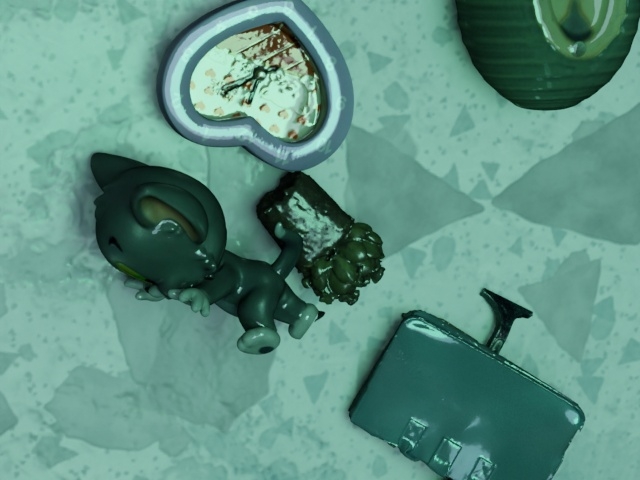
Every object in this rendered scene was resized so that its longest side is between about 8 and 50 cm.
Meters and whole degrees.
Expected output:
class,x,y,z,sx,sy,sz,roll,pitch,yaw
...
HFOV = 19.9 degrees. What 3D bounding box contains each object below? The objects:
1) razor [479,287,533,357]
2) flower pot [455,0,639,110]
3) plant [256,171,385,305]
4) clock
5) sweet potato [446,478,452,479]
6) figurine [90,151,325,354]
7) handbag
class,x,y,z,sx,sy,sz,roll,pitch,yaw
razor,0.161,0.149,1.953,0.066,0.033,0.190,27,92,-19
flower pot,0.231,-0.252,1.840,0.189,0.157,0.243,-6,99,-14
plant,0.000,0.000,1.850,0.143,0.092,0.094,45,82,-15
clock,-0.060,-0.167,1.815,0.198,0.064,0.172,15,95,-19
sweet potato,0.146,0.282,1.959,0.067,0.067,0.274,45,79,-19
figurine,-0.105,0.019,1.763,0.265,0.193,0.140,18,99,-15
handbag,0.153,0.182,1.912,0.221,0.057,0.144,31,93,0
